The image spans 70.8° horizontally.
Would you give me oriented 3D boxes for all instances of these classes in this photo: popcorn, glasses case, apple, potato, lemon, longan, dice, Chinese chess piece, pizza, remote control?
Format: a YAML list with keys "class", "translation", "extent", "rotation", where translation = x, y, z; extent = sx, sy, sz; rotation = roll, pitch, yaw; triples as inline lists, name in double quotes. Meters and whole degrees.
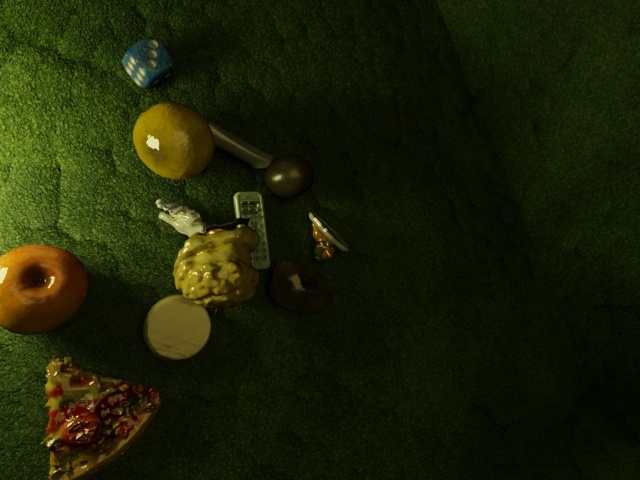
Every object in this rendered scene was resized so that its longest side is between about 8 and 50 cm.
- class: "popcorn"
  translation: [-0.368, 0.080, 1.690]
  extent: [0.349, 0.349, 0.382]
  rotation: [21, 100, -25]
- class: "glasses case"
  translation: [-0.358, -0.398, 1.913]
  extent: [0.308, 0.128, 0.083]
  rotation: [27, 96, -23]
- class: "apple"
  translation: [-0.903, 0.151, 1.438]
  extent: [0.299, 0.275, 0.299]
  rotation: [8, 73, -28]
- class: "potato"
  translation: [-0.082, 0.206, 1.939]
  extent: [0.307, 0.173, 0.210]
  rotation: [24, 70, -21]
- class: "lemon"
  translation: [-0.549, -0.373, 1.705]
  extent: [0.297, 0.297, 0.297]
  rotation: [5, 80, -28]
- class: "longan"
  translation: [-0.133, -0.279, 1.972]
  extent: [0.220, 0.196, 0.197]
  rotation: [-12, 88, -27]
- class: "dice"
  translation: [-0.669, -0.690, 1.763]
  extent: [0.146, 0.143, 0.146]
  rotation: [51, 59, -12]
- class: "Chinese chess piece"
  translation: [-0.541, 0.331, 1.709]
  extent: [0.250, 0.097, 0.251]
  rotation: [4, 81, -29]
- class: "pizza"
  translation: [-0.798, 0.575, 1.514]
  extent: [0.440, 0.130, 0.406]
  rotation: [-40, 105, -28]
- class: "remote control"
  translation: [-0.294, -0.040, 1.918]
  extent: [0.128, 0.065, 0.335]
  rotation: [-5, 85, -27]

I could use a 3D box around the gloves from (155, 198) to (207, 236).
- class: "gloves"
  translation: [-0.546, -0.088, 1.772]
  extent: [0.119, 0.097, 0.229]
  rotation: [-41, 119, 19]

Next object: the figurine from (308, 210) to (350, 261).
- class: "figurine"
  translation: [0.000, 0.000, 2.071]
  extent: [0.141, 0.166, 0.250]
  rotation: [-46, 79, 10]
